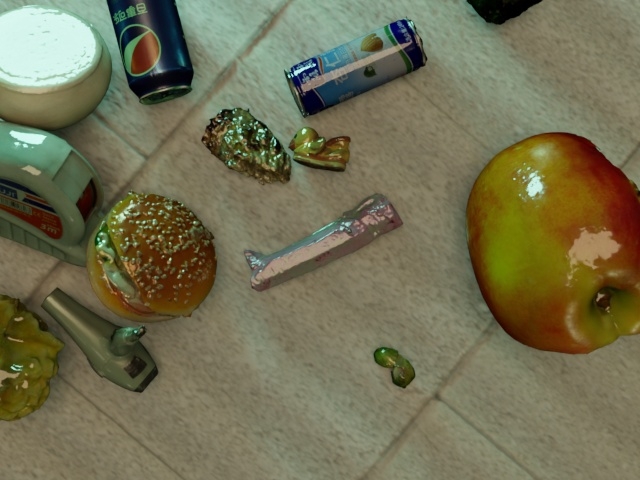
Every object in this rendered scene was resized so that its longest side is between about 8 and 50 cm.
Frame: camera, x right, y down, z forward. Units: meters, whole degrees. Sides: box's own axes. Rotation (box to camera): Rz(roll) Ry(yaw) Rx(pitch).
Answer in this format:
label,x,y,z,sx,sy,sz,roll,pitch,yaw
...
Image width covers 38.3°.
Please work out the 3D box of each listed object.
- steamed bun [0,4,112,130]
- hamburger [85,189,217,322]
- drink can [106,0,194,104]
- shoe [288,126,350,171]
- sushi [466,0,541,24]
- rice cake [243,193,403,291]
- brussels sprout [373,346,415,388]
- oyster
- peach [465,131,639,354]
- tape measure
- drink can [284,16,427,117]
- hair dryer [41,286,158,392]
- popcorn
label,x,y,z,sx,sy,sz,roll,pitch,yaw
steamed bun,-0.467,-0.277,1.547,0.232,0.145,0.232,4,55,-5
hamburger,-0.278,0.032,1.539,0.237,0.147,0.237,10,70,-29
drink can,-0.290,-0.343,1.579,0.118,0.118,0.205,-16,91,-2
shoe,0.003,-0.159,1.614,0.109,0.072,0.069,16,84,41
sushi,0.294,-0.491,1.602,0.127,0.124,0.225,-26,96,-2
rice cake,0.002,0.002,1.621,0.290,0.051,0.081,-24,91,-3
brussels sprout,0.131,0.222,1.625,0.083,0.046,0.051,44,129,-1
oyster,-0.124,-0.159,1.619,0.105,0.056,0.177,-42,87,-10
peach,0.367,-0.012,1.515,0.242,0.380,0.306,-12,116,-4
tape measure,-0.474,-0.085,1.525,0.243,0.246,0.125,19,52,0
drink can,0.061,-0.301,1.604,0.235,0.097,0.097,-23,90,-3
hair dryer,-0.371,0.135,1.517,0.229,0.267,0.092,33,62,11
popcorn,-0.529,0.193,1.538,0.218,0.169,0.189,34,82,16
